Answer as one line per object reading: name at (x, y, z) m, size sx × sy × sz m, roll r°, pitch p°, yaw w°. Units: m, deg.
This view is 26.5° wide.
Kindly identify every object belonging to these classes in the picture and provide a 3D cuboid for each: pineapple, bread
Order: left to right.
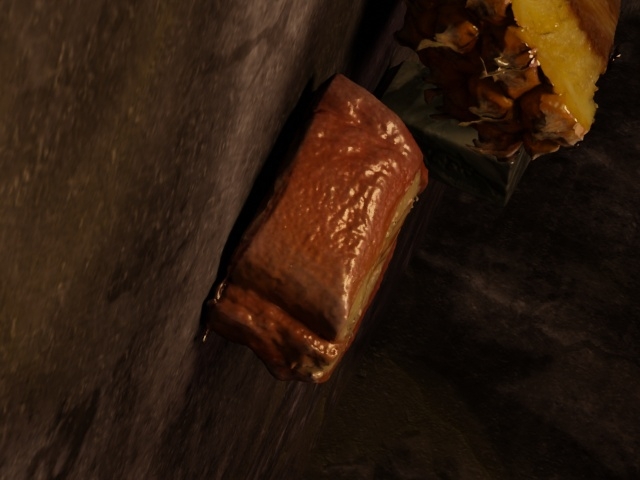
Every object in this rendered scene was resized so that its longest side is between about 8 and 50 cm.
bread at (-0.001, 0.005, 1.173) m, size 0.244 × 0.123 × 0.190 m, roll -62°, pitch 173°, yaw -17°
pineapple at (0.133, -0.262, 1.288) m, size 0.209 × 0.286 × 0.344 m, roll -20°, pitch -146°, yaw 36°

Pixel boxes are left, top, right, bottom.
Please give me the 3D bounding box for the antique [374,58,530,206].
antique at (0.143, -0.123, 1.521) m, size 0.086 × 0.183 × 0.088 m, roll -59°, pitch 162°, yaw -28°
